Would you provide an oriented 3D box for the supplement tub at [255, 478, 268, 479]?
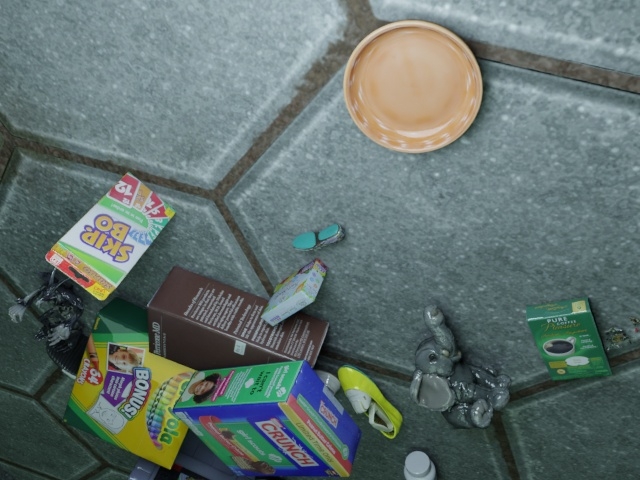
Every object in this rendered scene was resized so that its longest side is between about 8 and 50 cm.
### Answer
[{"bbox_3d":[-0.164,0.987,1.800,0.241,0.241,0.331,-5,127,24],"label":"supplement tub"}]

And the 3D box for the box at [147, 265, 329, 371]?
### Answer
[{"bbox_3d":[-0.191,0.221,1.218,0.381,0.143,0.191,20,134,5],"label":"box"}]

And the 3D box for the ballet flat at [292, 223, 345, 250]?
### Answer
[{"bbox_3d":[0.000,0.000,1.022,0.114,0.041,0.041,-18,121,33],"label":"ballet flat"}]

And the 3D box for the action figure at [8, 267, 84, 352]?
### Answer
[{"bbox_3d":[-0.695,0.192,1.382,0.164,0.141,0.276,31,136,9],"label":"action figure"}]

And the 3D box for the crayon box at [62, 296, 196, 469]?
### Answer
[{"bbox_3d":[-0.459,0.373,1.383,0.313,0.106,0.363,25,110,-1],"label":"crayon box"}]

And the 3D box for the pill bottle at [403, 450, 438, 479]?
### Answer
[{"bbox_3d":[0.272,0.638,1.439,0.086,0.086,0.152,-2,128,22],"label":"pill bottle"}]

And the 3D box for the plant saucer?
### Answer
[{"bbox_3d":[0.133,-0.222,0.778,0.200,0.037,0.200,11,132,13],"label":"plant saucer"}]

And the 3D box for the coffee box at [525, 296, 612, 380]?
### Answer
[{"bbox_3d":[0.469,0.189,1.006,0.113,0.040,0.184,-16,123,30],"label":"coffee box"}]

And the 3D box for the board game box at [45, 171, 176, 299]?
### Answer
[{"bbox_3d":[-0.381,-0.015,0.997,0.124,0.259,0.039,42,130,-17],"label":"board game box"}]

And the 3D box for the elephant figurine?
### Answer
[{"bbox_3d":[0.255,0.269,1.103,0.239,0.186,0.169,37,176,2],"label":"elephant figurine"}]

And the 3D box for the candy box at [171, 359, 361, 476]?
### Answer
[{"bbox_3d":[-0.113,0.397,1.165,0.317,0.122,0.268,-15,123,30],"label":"candy box"}]

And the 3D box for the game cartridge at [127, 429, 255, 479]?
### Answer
[{"bbox_3d":[-0.382,0.715,1.654,0.355,0.230,0.068,27,133,-4],"label":"game cartridge"}]

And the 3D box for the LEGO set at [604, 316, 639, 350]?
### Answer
[{"bbox_3d":[0.549,0.167,0.974,0.054,0.023,0.083,39,118,-17],"label":"LEGO set"}]

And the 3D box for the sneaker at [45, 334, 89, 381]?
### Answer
[{"bbox_3d":[-0.656,0.393,1.550,0.330,0.122,0.146,38,130,-13],"label":"sneaker"}]

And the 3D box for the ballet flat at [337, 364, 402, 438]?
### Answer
[{"bbox_3d":[0.120,0.398,1.293,0.077,0.077,0.231,-26,116,36],"label":"ballet flat"}]

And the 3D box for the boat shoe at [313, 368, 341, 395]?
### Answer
[{"bbox_3d":[-0.074,0.395,1.350,0.277,0.096,0.098,-18,121,32],"label":"boat shoe"}]

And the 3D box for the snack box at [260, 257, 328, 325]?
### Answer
[{"bbox_3d":[-0.053,0.106,1.089,0.037,0.100,0.141,41,131,-16],"label":"snack box"}]
